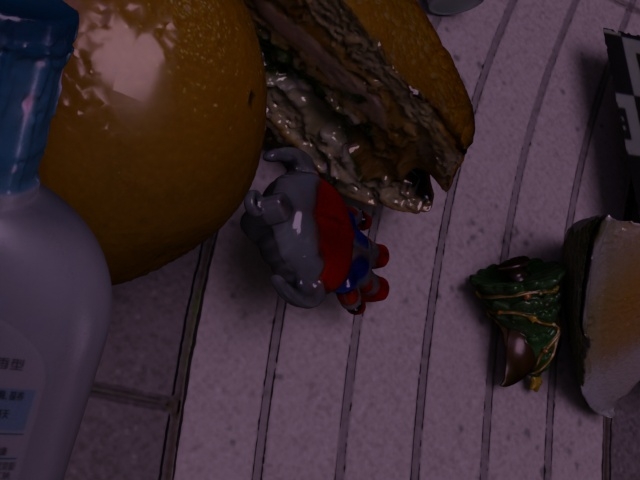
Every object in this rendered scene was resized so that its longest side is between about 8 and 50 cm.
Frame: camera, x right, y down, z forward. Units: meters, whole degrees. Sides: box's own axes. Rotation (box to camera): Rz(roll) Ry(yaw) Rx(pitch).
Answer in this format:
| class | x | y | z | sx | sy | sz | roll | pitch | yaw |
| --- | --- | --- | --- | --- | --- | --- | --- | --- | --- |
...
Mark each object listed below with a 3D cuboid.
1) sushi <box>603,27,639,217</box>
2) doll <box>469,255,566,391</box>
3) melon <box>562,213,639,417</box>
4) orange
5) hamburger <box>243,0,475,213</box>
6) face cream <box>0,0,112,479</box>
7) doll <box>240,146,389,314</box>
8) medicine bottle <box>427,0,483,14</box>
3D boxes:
| class | x | y | z | sx | sy | sz | roll | pitch | yaw |
| --- | --- | --- | --- | --- | --- | --- | --- | --- | --- |
| sushi | 0.422 | -0.020 | 0.983 | 0.359 | 0.064 | 0.343 | 4 | 70 | -29 |
| doll | 0.178 | 0.067 | 0.803 | 0.078 | 0.076 | 0.113 | -22 | 89 | -42 |
| melon | 0.248 | 0.044 | 0.835 | 0.093 | 0.139 | 0.203 | -5 | 120 | -1 |
| orange | -0.139 | -0.089 | 0.574 | 0.236 | 0.236 | 0.236 | 9 | 71 | -29 |
| hamburger | 0.002 | -0.146 | 0.721 | 0.283 | 0.144 | 0.157 | 44 | 34 | -23 |
| face cream | -0.186 | 0.042 | 0.468 | 0.163 | 0.080 | 0.337 | 14 | 113 | -16 |
| doll | -0.001 | -0.001 | 0.683 | 0.194 | 0.062 | 0.104 | 30 | 75 | -59 |
| medicine bottle | 0.111 | -0.265 | 0.871 | 0.074 | 0.055 | 0.118 | -3 | 76 | -32 |
